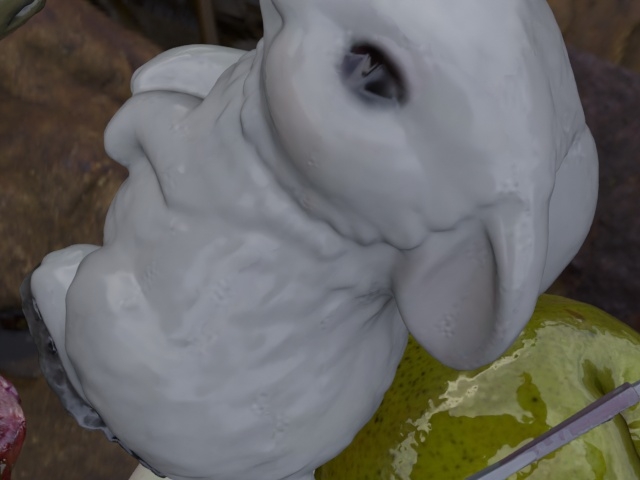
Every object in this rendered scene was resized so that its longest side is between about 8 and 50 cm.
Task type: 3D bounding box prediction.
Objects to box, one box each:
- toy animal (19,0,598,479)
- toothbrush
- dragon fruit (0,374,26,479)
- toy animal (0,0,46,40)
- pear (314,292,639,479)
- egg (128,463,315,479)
[{"bbox_3d":[0.000,0.000,0.663,0.194,0.357,0.257,-31,85,-39],"label":"toy animal"},{"bbox_3d":[0.154,0.092,0.748,0.194,0.014,0.017,-35,95,7],"label":"toothbrush"},{"bbox_3d":[-0.446,0.238,1.307,0.296,0.262,0.314,16,20,-14],"label":"dragon fruit"},{"bbox_3d":[-0.209,-0.074,0.419,0.214,0.093,0.186,15,48,6],"label":"toy animal"},{"bbox_3d":[0.130,0.178,1.000,0.294,0.294,0.294,6,64,-12],"label":"pear"},{"bbox_3d":[-0.079,0.247,1.301,0.271,0.206,0.161,-6,81,-33],"label":"egg"}]
